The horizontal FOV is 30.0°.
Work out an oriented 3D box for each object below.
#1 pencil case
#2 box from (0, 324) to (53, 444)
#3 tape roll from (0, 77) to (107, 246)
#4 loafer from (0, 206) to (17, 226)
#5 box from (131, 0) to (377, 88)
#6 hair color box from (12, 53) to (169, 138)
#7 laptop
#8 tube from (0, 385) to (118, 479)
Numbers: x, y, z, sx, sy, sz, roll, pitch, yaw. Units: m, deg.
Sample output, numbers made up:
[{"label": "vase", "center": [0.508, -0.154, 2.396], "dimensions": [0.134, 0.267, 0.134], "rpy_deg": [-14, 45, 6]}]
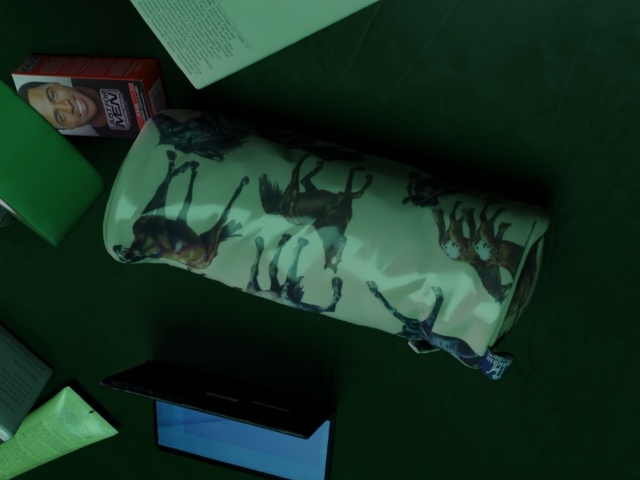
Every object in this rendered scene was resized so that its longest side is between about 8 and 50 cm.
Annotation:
[{"label": "pencil case", "center": [0.000, 0.000, 1.132], "dimensions": [0.410, 0.160, 0.184], "rpy_deg": [17, 117, 7]}, {"label": "box", "center": [-0.465, 0.175, 1.471], "dimensions": [0.182, 0.119, 0.181], "rpy_deg": [-31, 112, 36]}, {"label": "tape roll", "center": [-0.342, -0.123, 1.088], "dimensions": [0.321, 0.077, 0.321], "rpy_deg": [37, 170, 8]}, {"label": "loafer", "center": [-0.354, -0.044, 1.302], "dimensions": [0.170, 0.062, 0.061], "rpy_deg": [-24, 138, 38]}, {"label": "box", "center": [-0.019, -0.237, 0.990], "dimensions": [0.275, 0.094, 0.113], "rpy_deg": [-19, 119, 31]}, {"label": "hair color box", "center": [-0.225, -0.142, 1.176], "dimensions": [0.141, 0.043, 0.072], "rpy_deg": [5, 130, 18]}, {"label": "laptop", "center": [-0.112, 0.230, 1.373], "dimensions": [0.234, 0.264, 0.137], "rpy_deg": [12, 94, 10]}, {"label": "tube", "center": [-0.374, 0.262, 1.555], "dimensions": [0.240, 0.062, 0.070], "rpy_deg": [-29, 157, 30]}]
